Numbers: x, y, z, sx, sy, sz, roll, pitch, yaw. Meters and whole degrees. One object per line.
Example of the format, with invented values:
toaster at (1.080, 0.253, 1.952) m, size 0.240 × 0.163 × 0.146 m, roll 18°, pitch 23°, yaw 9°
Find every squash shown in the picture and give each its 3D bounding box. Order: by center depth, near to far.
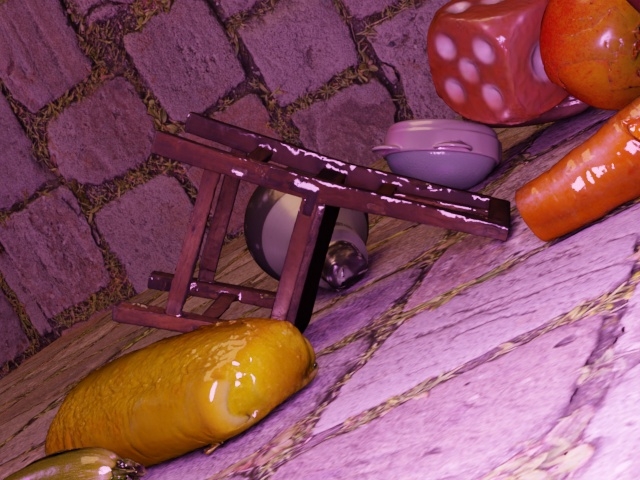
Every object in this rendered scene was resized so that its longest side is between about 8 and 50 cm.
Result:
squash at (-0.300, 0.271, 1.533) m, size 0.318 × 0.071 × 0.080 m, roll -28°, pitch 6°, yaw 24°

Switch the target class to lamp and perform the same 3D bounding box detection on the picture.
lamp at (0.013, -0.009, 2.125) m, size 0.182 × 0.182 × 0.314 m, roll -33°, pitch 26°, yaw -22°
lamp at (0.196, -0.128, 2.317) m, size 0.179 × 0.108 × 0.246 m, roll 4°, pitch 0°, yaw 29°

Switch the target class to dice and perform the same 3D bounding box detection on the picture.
dice at (0.279, -0.288, 2.269) m, size 0.174 × 0.175 × 0.179 m, roll -33°, pitch 29°, yaw -30°

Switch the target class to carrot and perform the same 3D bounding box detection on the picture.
carrot at (0.286, -0.070, 1.467) m, size 0.193 × 0.087 × 0.087 m, roll -41°, pitch 1°, yaw 19°

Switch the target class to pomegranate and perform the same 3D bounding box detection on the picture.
pomegranate at (0.418, -0.287, 2.112) m, size 0.210 × 0.210 × 0.235 m, roll -32°, pitch 20°, yaw -21°

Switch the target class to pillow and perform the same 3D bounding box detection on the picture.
pillow at (0.344, -0.230, 2.434) m, size 0.223 × 0.084 × 0.236 m, roll -4°, pitch 12°, yaw 9°

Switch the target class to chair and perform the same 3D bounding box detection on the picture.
chair at (-0.005, 0.023, 1.786) m, size 0.203 × 0.416 × 0.241 m, roll -50°, pitch -24°, yaw -77°

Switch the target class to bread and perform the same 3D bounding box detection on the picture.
bread at (-0.163, 0.163, 1.575) m, size 0.166 × 0.112 × 0.383 m, roll -34°, pitch 7°, yaw -39°

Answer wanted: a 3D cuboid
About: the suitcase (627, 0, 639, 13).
suitcase at (0.560, -0.377, 1.969) m, size 0.297 × 0.236 × 0.161 m, roll -32°, pitch -25°, yaw -22°
